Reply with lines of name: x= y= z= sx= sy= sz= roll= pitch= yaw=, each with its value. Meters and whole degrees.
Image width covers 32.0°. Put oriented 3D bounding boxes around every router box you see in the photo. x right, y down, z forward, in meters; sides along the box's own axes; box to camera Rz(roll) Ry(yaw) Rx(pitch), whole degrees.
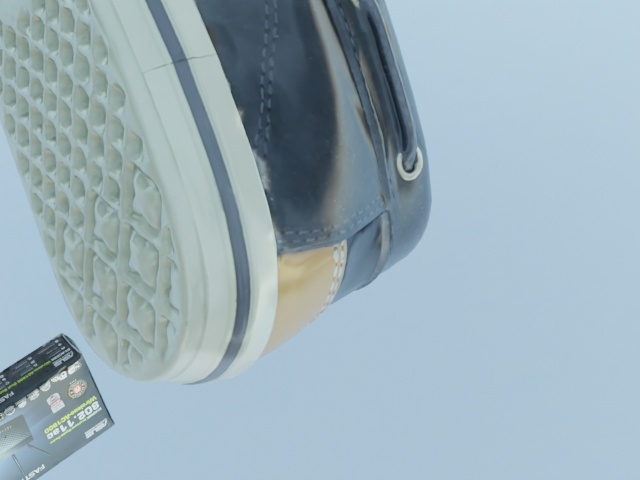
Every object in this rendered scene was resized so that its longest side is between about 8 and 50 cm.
router box: x=-0.240 y=0.148 z=0.921 sx=0.122 sy=0.092 sz=0.038 roll=-34 pitch=-136 yaw=-22

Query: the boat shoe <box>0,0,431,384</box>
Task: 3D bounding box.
boat shoe: x=-0.084 y=-0.189 z=0.492 sx=0.156 sy=0.187 sz=0.500 roll=-15 pitch=-97 yaw=-34
